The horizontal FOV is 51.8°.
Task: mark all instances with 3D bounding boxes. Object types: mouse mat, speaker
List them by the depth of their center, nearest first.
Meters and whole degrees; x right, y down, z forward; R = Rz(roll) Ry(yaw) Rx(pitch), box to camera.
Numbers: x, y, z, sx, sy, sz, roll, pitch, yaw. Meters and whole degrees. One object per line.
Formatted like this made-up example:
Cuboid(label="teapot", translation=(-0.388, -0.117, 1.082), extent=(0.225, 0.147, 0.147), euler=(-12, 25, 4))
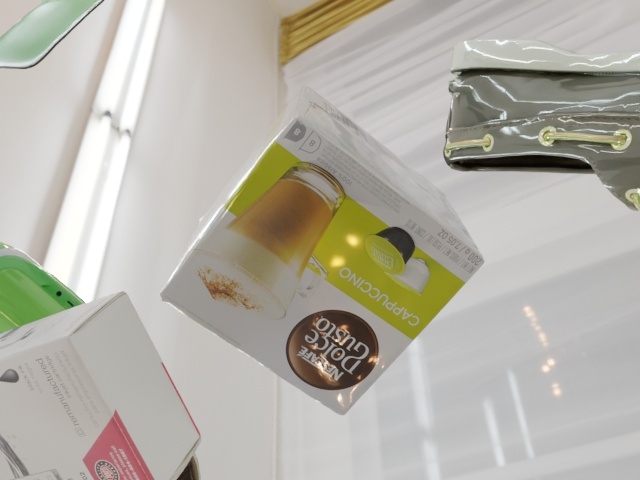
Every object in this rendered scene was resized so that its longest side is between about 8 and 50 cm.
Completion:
Cuboid(label="mouse mat", translation=(-0.416, -0.315, 0.980), extent=(0.190, 0.152, 0.007), euler=(-59, -37, -30))
Cuboid(label="speaker", translation=(-0.429, 0.134, 1.032), extent=(0.296, 0.131, 0.131), euler=(39, -161, 6))

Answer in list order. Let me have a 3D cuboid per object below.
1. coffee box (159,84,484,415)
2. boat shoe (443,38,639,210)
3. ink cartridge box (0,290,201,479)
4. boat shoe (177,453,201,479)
Cuboid(label="coffee box", translation=(0.000, 0.000, 1.065), extent=(0.337, 0.334, 0.338), euler=(36, -164, -12))
Cuboid(label="boat shoe", translation=(0.191, -0.061, 0.381), extent=(0.109, 0.305, 0.091), euler=(3, -77, -36))
Cuboid(label="ink cartridge box", translation=(-0.314, 0.206, 0.761), extent=(0.207, 0.283, 0.117), euler=(66, -159, -13))
Cuboid(label="boat shoe", translation=(-0.213, 0.288, 0.942), extent=(0.072, 0.068, 0.190), euler=(61, -170, -86))
